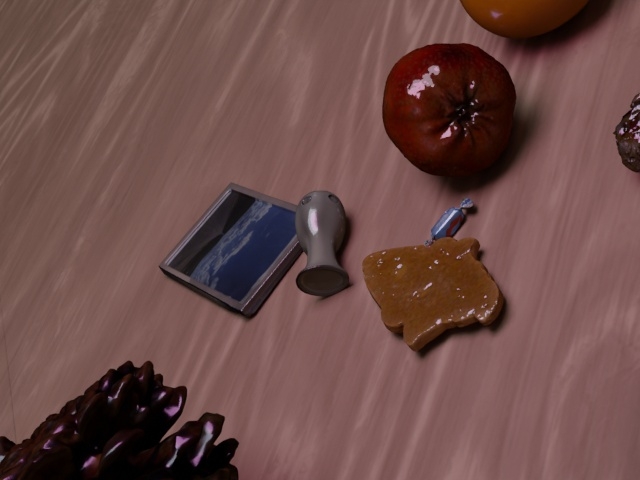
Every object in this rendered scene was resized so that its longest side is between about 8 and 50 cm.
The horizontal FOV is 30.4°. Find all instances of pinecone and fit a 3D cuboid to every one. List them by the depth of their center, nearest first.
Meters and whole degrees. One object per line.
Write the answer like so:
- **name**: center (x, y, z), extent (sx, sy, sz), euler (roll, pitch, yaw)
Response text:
- **pinecone**: center (-0.231, 0.338, 1.256), extent (0.397, 0.398, 0.398), euler (-26, 40, 23)

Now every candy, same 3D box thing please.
- **candy**: center (0.167, -0.022, 1.524), extent (0.083, 0.020, 0.030), euler (-48, 28, 0)

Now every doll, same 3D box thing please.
- **doll**: center (0.301, -0.387, 1.646), extent (0.213, 0.213, 0.236), euler (-14, 3, 35)

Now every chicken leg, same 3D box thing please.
- **chicken leg**: center (0.422, -0.157, 1.355), extent (0.196, 0.080, 0.125), euler (-55, 32, 0)

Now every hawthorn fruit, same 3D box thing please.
- **hawthorn fruit**: center (0.160, -0.176, 1.567), extent (0.179, 0.179, 0.200), euler (-48, 20, -6)

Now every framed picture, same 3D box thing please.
- **framed picture**: center (-0.122, 0.009, 1.775), extent (0.189, 0.023, 0.260), euler (-50, 36, -13)

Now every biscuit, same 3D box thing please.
- **biscuit**: center (0.134, 0.058, 1.465), extent (0.162, 0.035, 0.250), euler (-48, 36, -14)

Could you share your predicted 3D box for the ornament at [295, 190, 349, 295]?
- **ornament**: center (0.000, 0.000, 1.623), extent (0.074, 0.081, 0.156), euler (-2, 47, -2)
